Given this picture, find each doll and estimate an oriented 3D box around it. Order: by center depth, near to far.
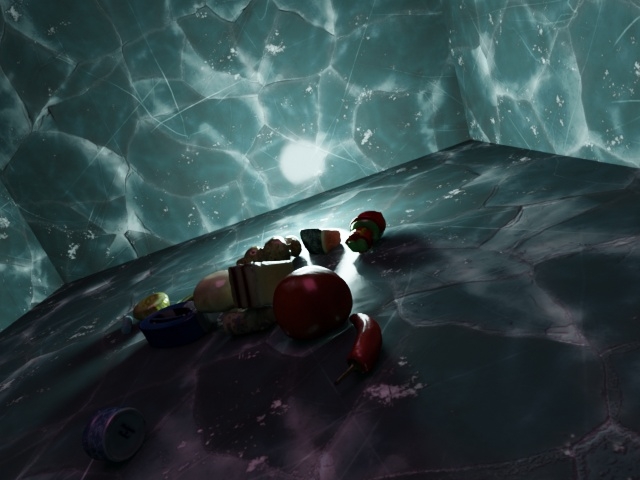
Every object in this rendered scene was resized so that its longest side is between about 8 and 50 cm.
[{"bbox_3d":[0.247,-0.070,2.100,0.182,0.160,0.363,-16,17,35],"label":"doll"}]

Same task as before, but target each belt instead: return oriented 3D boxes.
[{"bbox_3d":[-0.660,0.383,1.838,0.347,0.117,0.212,-13,20,26],"label":"belt"}]

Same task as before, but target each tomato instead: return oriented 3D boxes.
[{"bbox_3d":[-0.034,0.215,1.478,0.298,0.226,0.298,-21,15,6],"label":"tomato"}]

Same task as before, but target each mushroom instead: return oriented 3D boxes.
[{"bbox_3d":[-0.418,0.254,1.755,0.254,0.234,0.260,-17,12,-6],"label":"mushroom"}]

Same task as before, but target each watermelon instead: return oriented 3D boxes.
[{"bbox_3d":[0.000,0.000,2.277,0.226,0.148,0.318,-5,2,-9],"label":"watermelon"}]

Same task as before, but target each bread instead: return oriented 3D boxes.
[{"bbox_3d":[-0.904,0.365,2.164,0.213,0.105,0.213,-17,22,7],"label":"bread"}]

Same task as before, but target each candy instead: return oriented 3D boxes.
[{"bbox_3d":[-0.226,0.179,1.676,0.135,0.179,0.321,-10,-6,29],"label":"candy"}]

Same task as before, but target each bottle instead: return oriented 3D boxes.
[{"bbox_3d":[-0.283,0.326,1.628,0.209,0.097,0.110,-15,35,14],"label":"bottle"}]

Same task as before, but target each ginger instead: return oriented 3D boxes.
[{"bbox_3d":[-0.287,0.085,2.233,0.375,0.176,0.256,-21,0,3],"label":"ginger"}]

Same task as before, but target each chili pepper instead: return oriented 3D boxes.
[{"bbox_3d":[0.132,0.319,1.257,0.137,0.092,0.368,-35,6,19],"label":"chili pepper"}]

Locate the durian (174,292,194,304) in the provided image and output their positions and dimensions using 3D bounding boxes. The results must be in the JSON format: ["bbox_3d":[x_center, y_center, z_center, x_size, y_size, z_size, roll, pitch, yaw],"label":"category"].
[{"bbox_3d":[-0.568,0.273,2.064,0.375,0.106,0.132,-28,17,-20],"label":"durian"}]

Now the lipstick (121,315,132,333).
[{"bbox_3d":[-1.034,0.449,2.150,0.048,0.048,0.158,-26,19,-17],"label":"lipstick"}]

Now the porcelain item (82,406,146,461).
[{"bbox_3d":[-0.611,0.570,1.190,0.114,0.147,0.147,-10,21,26],"label":"porcelain item"}]
